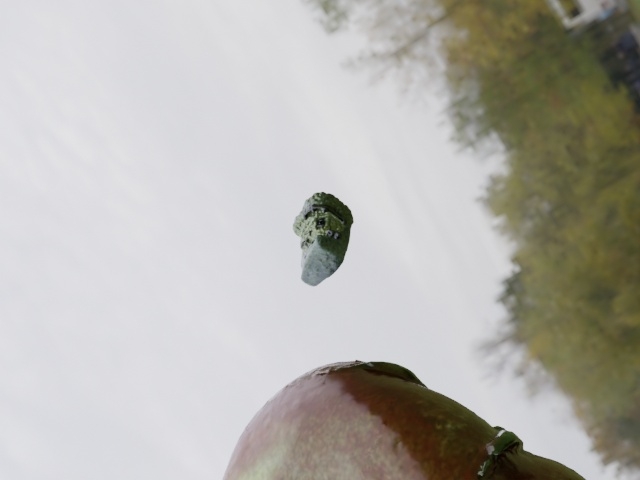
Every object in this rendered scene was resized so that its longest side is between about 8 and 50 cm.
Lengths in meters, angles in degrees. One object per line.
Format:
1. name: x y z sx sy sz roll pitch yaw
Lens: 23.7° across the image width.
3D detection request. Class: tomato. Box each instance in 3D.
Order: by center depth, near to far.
1. tomato: 0.063 0.229 1.025 0.303 0.239 0.303 30 173 4

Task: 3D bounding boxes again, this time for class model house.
1. model house: 0.000 0.000 1.786 0.066 0.079 0.083 26 -137 -16
